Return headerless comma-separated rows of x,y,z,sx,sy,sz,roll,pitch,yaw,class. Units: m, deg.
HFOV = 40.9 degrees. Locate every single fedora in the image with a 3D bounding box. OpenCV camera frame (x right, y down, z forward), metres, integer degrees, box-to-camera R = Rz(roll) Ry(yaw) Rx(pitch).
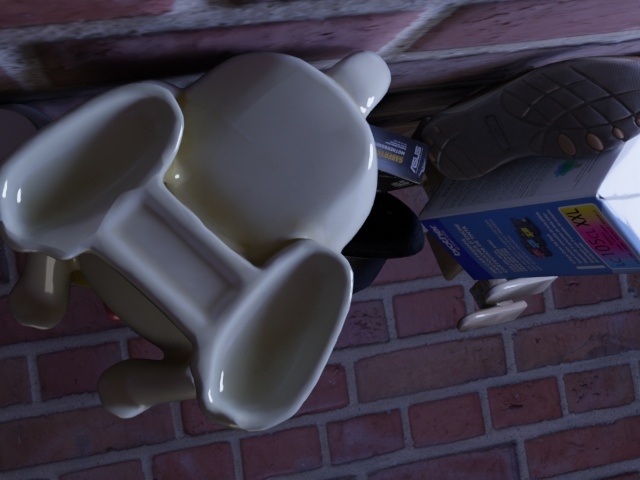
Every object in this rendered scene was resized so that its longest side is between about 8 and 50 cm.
0.000,0.000,1.441,0.334,0.152,0.334,13,-154,-6,fedora

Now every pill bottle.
-0.293,-0.083,0.842,0.094,0.094,0.169,-8,-179,-8,pill bottle

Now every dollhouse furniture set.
0.266,-0.059,1.630,0.257,0.362,0.394,-10,154,-22,dollhouse furniture set

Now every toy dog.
-0.129,-0.022,0.852,0.285,0.395,0.408,34,161,-10,toy dog

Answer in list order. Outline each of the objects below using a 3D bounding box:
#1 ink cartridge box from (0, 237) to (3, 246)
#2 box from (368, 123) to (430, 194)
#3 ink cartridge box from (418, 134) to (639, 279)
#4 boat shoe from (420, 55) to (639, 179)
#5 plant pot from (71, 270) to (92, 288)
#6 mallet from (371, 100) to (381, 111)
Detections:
-0.489,-0.017,1.145,0.166,0.065,0.332,-24,-154,8,ink cartridge box
0.023,-0.119,1.179,0.183,0.056,0.231,16,175,-14,box
0.320,-0.089,1.187,0.270,0.151,0.396,-53,-156,-23,ink cartridge box
0.271,-0.167,1.052,0.325,0.123,0.116,-8,-152,43,boat shoe
-0.234,-0.019,1.163,0.212,0.187,0.212,13,180,-3,plant pot
0.040,-0.171,1.207,0.062,0.039,0.190,-5,176,-6,mallet
